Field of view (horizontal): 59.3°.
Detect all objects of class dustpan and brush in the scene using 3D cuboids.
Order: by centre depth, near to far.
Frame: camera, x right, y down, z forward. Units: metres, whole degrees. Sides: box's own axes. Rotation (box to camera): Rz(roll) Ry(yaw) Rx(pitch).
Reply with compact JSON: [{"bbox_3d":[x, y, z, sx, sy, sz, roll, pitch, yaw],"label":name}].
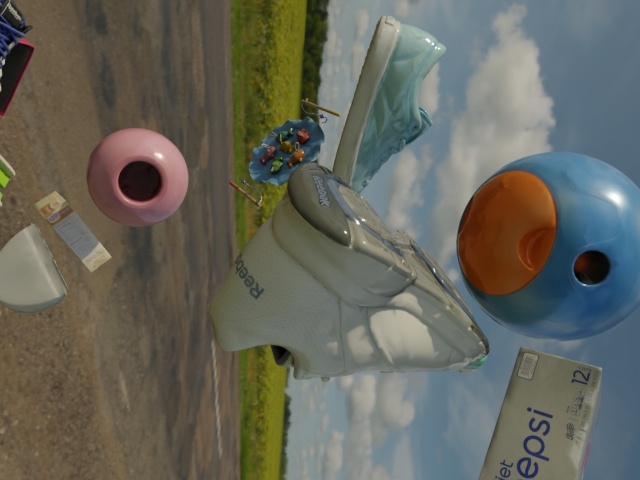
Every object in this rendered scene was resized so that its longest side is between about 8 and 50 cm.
[{"bbox_3d":[-0.548,0.084,0.989,0.147,0.211,0.060,59,-1,11],"label":"dustpan and brush"}]

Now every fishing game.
[{"bbox_3d":[-0.078,-0.192,1.182,0.189,0.264,0.041,39,-7,45],"label":"fishing game"}]

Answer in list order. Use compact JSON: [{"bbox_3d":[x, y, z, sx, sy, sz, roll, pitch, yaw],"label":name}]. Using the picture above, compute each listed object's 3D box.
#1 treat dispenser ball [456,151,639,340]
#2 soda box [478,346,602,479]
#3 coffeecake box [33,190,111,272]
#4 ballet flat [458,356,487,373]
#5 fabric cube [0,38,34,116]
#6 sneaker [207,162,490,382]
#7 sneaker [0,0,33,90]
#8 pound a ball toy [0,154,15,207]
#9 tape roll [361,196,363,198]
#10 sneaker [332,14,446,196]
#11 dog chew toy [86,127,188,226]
[{"bbox_3d":[0.356,0.009,0.864,0.288,0.287,0.289,-176,-90,-87],"label":"treat dispenser ball"},{"bbox_3d":[0.224,0.269,0.604,0.287,0.091,0.098,-63,144,-22],"label":"soda box"},{"bbox_3d":[-0.642,-0.024,1.457,0.142,0.068,0.186,26,-30,50],"label":"coffeecake box"},{"bbox_3d":[0.350,0.268,1.351,0.247,0.083,0.087,-60,153,-74],"label":"ballet flat"},{"bbox_3d":[-1.028,-0.529,1.577,0.259,0.258,0.254,-52,172,19],"label":"fabric cube"},{"bbox_3d":[0.032,0.053,0.436,0.297,0.129,0.111,34,19,-47],"label":"sneaker"},{"bbox_3d":[-0.612,-0.347,0.999,0.316,0.182,0.127,62,6,26],"label":"sneaker"},{"bbox_3d":[-0.907,-0.185,1.341,0.319,0.135,0.208,71,14,-51],"label":"pound a ball toy"},{"bbox_3d":[0.000,0.000,1.358,0.169,0.245,0.246,144,-47,-59],"label":"tape roll"},{"bbox_3d":[0.115,-0.188,0.989,0.135,0.150,0.366,-74,-179,-63],"label":"sneaker"},{"bbox_3d":[-0.411,-0.148,1.263,0.332,0.206,0.207,-148,-119,-67],"label":"dog chew toy"}]
